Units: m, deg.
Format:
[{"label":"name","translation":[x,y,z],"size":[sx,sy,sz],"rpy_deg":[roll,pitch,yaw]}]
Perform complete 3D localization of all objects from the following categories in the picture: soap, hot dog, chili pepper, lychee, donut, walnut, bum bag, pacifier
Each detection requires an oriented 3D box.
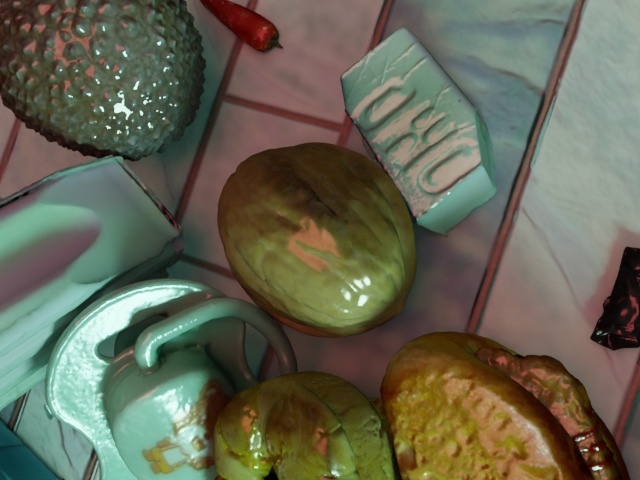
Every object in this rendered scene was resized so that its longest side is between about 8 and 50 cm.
[{"label":"soap","translation":[-0.372,0.085,0.938],"size":[0.156,0.446,0.261],"rpy_deg":[46,141,8]},{"label":"hot dog","translation":[0.218,0.285,0.861],"size":[0.223,0.185,0.405],"rpy_deg":[-15,77,18]},{"label":"chili pepper","translation":[-0.122,-0.323,1.167],"size":[0.178,0.027,0.045],"rpy_deg":[39,96,23]},{"label":"soap","translation":[0.125,-0.132,1.013],"size":[0.145,0.091,0.230],"rpy_deg":[-39,70,11]},{"label":"lychee","translation":[-0.284,-0.246,1.077],"size":[0.300,0.300,0.300],"rpy_deg":[-3,80,20]},{"label":"donut","translation":[-0.017,0.272,0.883],"size":[0.208,0.128,0.261],"rpy_deg":[3,102,41]},{"label":"walnut","translation":[0.000,0.000,0.966],"size":[0.261,0.225,0.225],"rpy_deg":[39,96,18]},{"label":"bum bag","translation":[0.355,0.067,0.926],"size":[0.058,0.034,0.124],"rpy_deg":[22,89,31]},{"label":"pacifier","translation":[-0.184,0.172,1.019],"size":[0.288,0.343,0.269],"rpy_deg":[-23,32,-12]}]

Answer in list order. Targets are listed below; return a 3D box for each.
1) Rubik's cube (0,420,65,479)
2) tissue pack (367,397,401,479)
[{"label":"Rubik's cube","translation":[-0.524,0.419,1.053],"size":[0.291,0.290,0.291],"rpy_deg":[37,95,22]},{"label":"tissue pack","translation":[0.051,0.282,0.988],"size":[0.095,0.062,0.176],"rpy_deg":[-4,81,19]}]
